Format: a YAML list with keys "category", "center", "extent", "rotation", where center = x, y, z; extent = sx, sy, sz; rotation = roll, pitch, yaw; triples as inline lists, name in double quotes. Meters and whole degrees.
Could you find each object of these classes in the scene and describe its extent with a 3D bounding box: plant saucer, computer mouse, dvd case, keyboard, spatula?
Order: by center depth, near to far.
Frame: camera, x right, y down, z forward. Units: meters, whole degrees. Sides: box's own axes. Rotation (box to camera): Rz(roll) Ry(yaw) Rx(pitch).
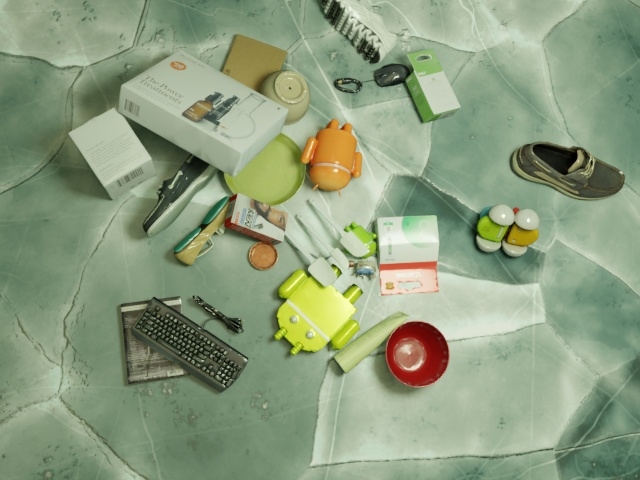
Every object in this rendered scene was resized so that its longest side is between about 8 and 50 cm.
- category: "dvd case"
  center: [-0.455, 0.272, 1.835]
  extent: [0.164, 0.018, 0.221]
  rotation: [-7, 80, -9]
- category: "keyboard"
  center: [-0.336, 0.256, 1.835]
  extent: [0.317, 0.033, 0.201]
  rotation: [34, 72, -5]
- category: "spatula"
  center: [0.000, 0.000, 1.908]
  extent: [0.168, 0.019, 0.242]
  rotation: [-42, 69, -4]
- category: "plant saucer"
  center: [-0.164, 0.044, 1.922]
  extent: [0.083, 0.013, 0.083]
  rotation: [1, 79, -6]
- category: "plant saucer"
  center: [-0.164, -0.210, 1.964]
  extent: [0.241, 0.037, 0.241]
  rotation: [1, 78, -6]
- category: "computer mouse"
  center: [0.163, -0.503, 2.064]
  extent: [0.242, 0.041, 0.071]
  rotation: [-14, 81, -9]

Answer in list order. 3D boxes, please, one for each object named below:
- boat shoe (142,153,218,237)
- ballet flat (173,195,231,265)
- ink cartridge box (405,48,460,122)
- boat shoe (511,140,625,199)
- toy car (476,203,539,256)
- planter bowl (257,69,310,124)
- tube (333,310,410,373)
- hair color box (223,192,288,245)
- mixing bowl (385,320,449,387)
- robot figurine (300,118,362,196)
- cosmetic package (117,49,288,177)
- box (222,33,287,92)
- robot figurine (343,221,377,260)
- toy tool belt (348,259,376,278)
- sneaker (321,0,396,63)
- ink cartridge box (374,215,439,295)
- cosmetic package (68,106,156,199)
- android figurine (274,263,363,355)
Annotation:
- category: "boat shoe"
  center: [-0.407, -0.139, 1.887]
  extent: [0.091, 0.114, 0.302]
  rotation: [39, 65, 1]
- category: "ballet flat"
  center: [-0.319, -0.025, 1.898]
  extent: [0.232, 0.080, 0.073]
  rotation: [-47, 115, -11]
- category: "ink cartridge box"
  center: [0.334, -0.476, 2.056]
  extent: [0.109, 0.062, 0.209]
  rotation: [-19, 82, -26]
- category: "boat shoe"
  center: [0.766, -0.213, 2.032]
  extent: [0.355, 0.130, 0.132]
  rotation: [11, 77, -5]
- category: "toy car"
  center: [0.549, -0.048, 1.978]
  extent: [0.182, 0.159, 0.136]
  rotation: [9, 43, -5]
- category: "planter bowl"
  center: [-0.099, -0.433, 1.968]
  extent: [0.162, 0.109, 0.162]
  rotation: [2, 82, -16]
- category: "tube"
  center: [0.146, 0.278, 1.878]
  extent: [0.240, 0.062, 0.070]
  rotation: [-38, 51, -10]
- category: "hair color box"
  center: [-0.179, -0.059, 1.886]
  extent: [0.167, 0.053, 0.093]
  rotation: [21, 66, -28]
- category: "mixing bowl"
  center: [0.262, 0.319, 1.874]
  extent: [0.181, 0.098, 0.181]
  rotation: [1, 78, -6]
- category: "robot figurine"
  center: [0.035, -0.240, 1.949]
  extent: [0.128, 0.158, 0.219]
  rotation: [1, 74, 34]
- category: "cosmetic package"
  center: [-0.319, -0.363, 1.860]
  extent: [0.377, 0.097, 0.284]
  rotation: [29, 40, 6]
- category: "box"
  center: [-0.209, -0.513, 2.029]
  extent: [0.164, 0.021, 0.201]
  rotation: [19, 76, -3]
- category: "robot figurine"
  center: [0.115, 0.003, 1.936]
  extent: [0.101, 0.067, 0.115]
  rotation: [-36, 82, -26]
- category: "toy tool belt"
  center: [0.120, 0.085, 1.930]
  extent: [0.083, 0.052, 0.051]
  rotation: [2, 70, -6]
- category: "sneaker"
  center: [0.116, -0.686, 2.072]
  extent: [0.118, 0.110, 0.292]
  rotation: [-43, 94, -21]
- category: "ink cartridge box"
  center: [0.258, 0.042, 1.957]
  extent: [0.181, 0.056, 0.225]
  rotation: [-3, 77, -7]
- category: "cosmetic package"
  center: [-0.574, -0.240, 1.860]
  extent: [0.151, 0.151, 0.184]
  rotation: [-33, 84, -13]
- category: "android figurine"
  center: [-0.012, 0.201, 1.889]
  extent: [0.248, 0.056, 0.273]
  rotation: [45, 75, 3]
